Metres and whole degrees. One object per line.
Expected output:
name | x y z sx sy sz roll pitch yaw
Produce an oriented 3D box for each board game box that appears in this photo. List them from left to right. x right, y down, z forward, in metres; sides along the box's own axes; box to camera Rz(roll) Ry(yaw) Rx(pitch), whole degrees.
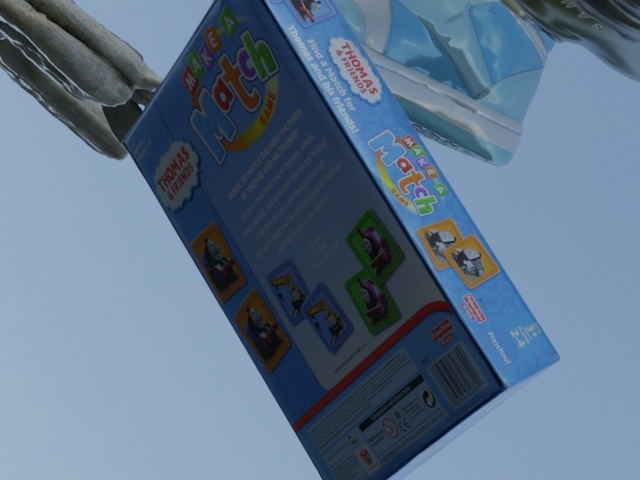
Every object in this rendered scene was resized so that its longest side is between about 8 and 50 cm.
board game box | 0.000 0.000 0.814 0.211 0.039 0.160 58 -35 11

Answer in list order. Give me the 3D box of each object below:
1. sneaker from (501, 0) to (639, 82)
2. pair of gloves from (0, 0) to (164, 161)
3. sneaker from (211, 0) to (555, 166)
sneaker | 0.058 -0.082 0.387 0.086 0.064 0.192 24 -9 19
pair of gloves | -0.168 -0.124 1.016 0.204 0.042 0.240 41 -9 -12
sneaker | 0.066 -0.206 1.386 0.319 0.208 0.127 27 1 -40
